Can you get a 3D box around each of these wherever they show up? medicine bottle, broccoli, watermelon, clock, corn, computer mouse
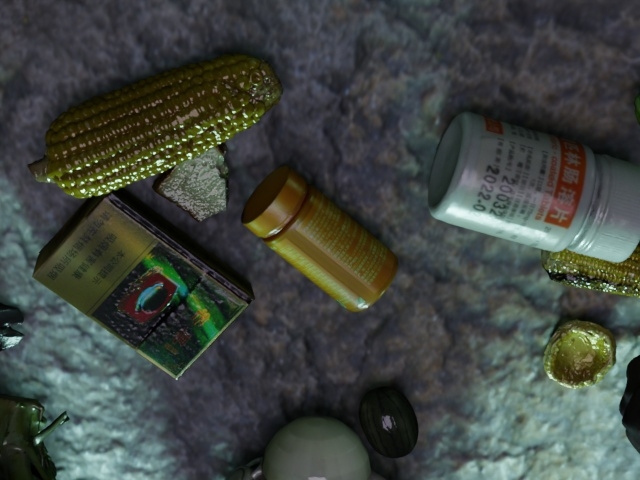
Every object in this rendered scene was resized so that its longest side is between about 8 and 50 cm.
[{"bbox_3d":[0.000,0.000,1.973,0.192,0.096,0.096,39,108,-18],"label":"medicine bottle"},{"bbox_3d":[-0.419,0.344,2.041,0.304,0.321,0.283,11,84,-18],"label":"broccoli"},{"bbox_3d":[0.093,0.246,2.106,0.078,0.078,0.110,-19,121,7],"label":"watermelon"},{"bbox_3d":[-0.013,0.428,2.140,0.326,0.184,0.342,43,102,-15],"label":"clock"},{"bbox_3d":[0.384,0.034,2.022,0.203,0.072,0.072,9,115,-6],"label":"corn"},{"bbox_3d":[0.269,-0.062,1.930,0.252,0.144,0.144,17,114,-11],"label":"medicine bottle"},{"bbox_3d":[-0.452,0.112,2.035,0.135,0.047,0.079,5,116,-7],"label":"computer mouse"},{"bbox_3d":[-0.200,-0.140,1.889,0.322,0.119,0.119,-22,115,1],"label":"corn"}]

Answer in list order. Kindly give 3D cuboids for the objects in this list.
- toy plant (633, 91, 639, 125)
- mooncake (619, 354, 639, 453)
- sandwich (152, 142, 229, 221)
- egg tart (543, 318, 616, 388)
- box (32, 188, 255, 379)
[{"bbox_3d":[0.505,-0.109,1.924,0.224,0.184,0.315,-11,100,-2],"label":"toy plant"},{"bbox_3d":[0.509,0.178,1.982,0.141,0.283,0.283,39,108,-19],"label":"mooncake"},{"bbox_3d":[-0.147,-0.081,1.960,0.093,0.035,0.105,30,110,-15],"label":"sandwich"},{"bbox_3d":[0.343,0.147,2.090,0.105,0.039,0.105,-1,116,-2],"label":"egg tart"},{"bbox_3d":[-0.224,0.049,2.001,0.240,0.071,0.159,37,107,-18],"label":"box"}]
